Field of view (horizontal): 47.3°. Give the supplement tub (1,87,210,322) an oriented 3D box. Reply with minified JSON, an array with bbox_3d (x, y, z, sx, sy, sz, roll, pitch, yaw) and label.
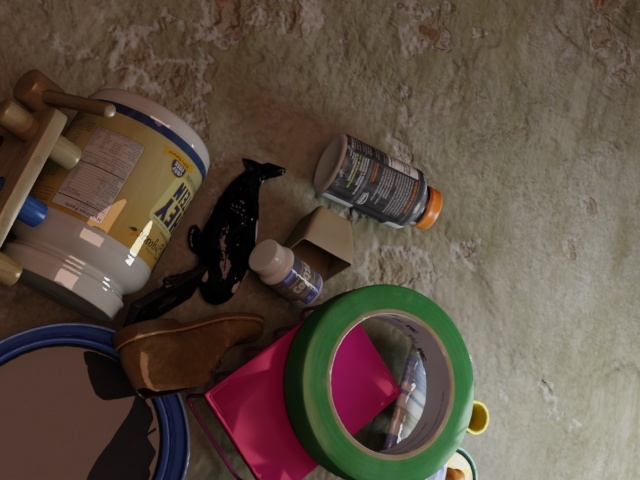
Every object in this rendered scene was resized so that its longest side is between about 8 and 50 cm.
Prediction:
[{"bbox_3d":[-0.338,-0.053,1.156,0.228,0.228,0.316,32,69,-18],"label":"supplement tub"}]

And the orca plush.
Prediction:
[{"bbox_3d":[-0.135,-0.025,1.320,0.151,0.102,0.287,38,67,-15],"label":"orca plush"}]

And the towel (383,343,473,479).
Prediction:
[{"bbox_3d":[0.202,0.305,1.342,0.209,0.034,0.285,43,58,-43],"label":"towel"}]

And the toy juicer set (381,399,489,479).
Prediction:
[{"bbox_3d":[0.214,0.456,1.412,0.209,0.089,0.329,19,73,-22],"label":"toy juicer set"}]

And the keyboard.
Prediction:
[{"bbox_3d":[-0.254,0.087,1.209,0.023,0.108,0.180,40,33,10],"label":"keyboard"}]

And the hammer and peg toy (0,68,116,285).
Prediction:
[{"bbox_3d":[-0.455,-0.111,1.023,0.127,0.265,0.362,40,61,-42],"label":"hammer and peg toy"}]

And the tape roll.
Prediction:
[{"bbox_3d":[0.100,0.235,1.199,0.321,0.077,0.322,6,77,-26],"label":"tape roll"}]

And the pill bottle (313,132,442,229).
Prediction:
[{"bbox_3d":[0.120,-0.105,1.443,0.245,0.130,0.131,23,71,-20],"label":"pill bottle"}]

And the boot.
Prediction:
[{"bbox_3d":[-0.199,0.186,1.205,0.305,0.112,0.115,-4,65,-52],"label":"boot"}]

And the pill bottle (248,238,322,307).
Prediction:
[{"bbox_3d":[-0.063,0.059,1.328,0.137,0.078,0.078,42,63,-41],"label":"pill bottle"}]

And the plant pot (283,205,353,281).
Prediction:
[{"bbox_3d":[0.000,0.000,1.387,0.109,0.109,0.096,29,56,-19],"label":"plant pot"}]

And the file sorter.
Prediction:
[{"bbox_3d":[-0.056,0.264,1.262,0.290,0.182,0.202,-34,95,-28],"label":"file sorter"}]

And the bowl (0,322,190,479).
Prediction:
[{"bbox_3d":[-0.403,0.325,1.142,0.390,0.077,0.392,5,79,-26],"label":"bowl"}]
